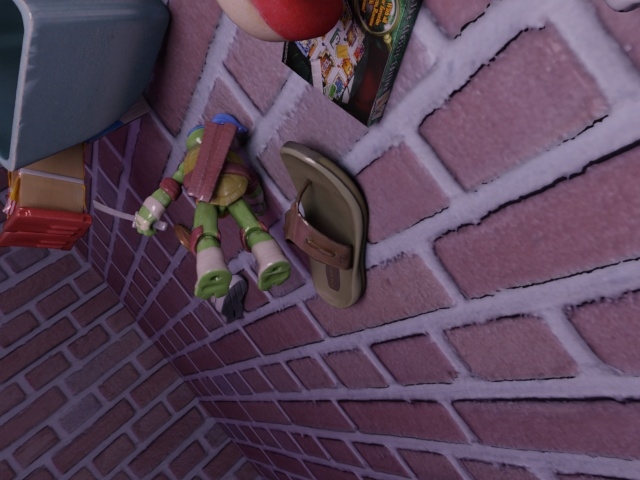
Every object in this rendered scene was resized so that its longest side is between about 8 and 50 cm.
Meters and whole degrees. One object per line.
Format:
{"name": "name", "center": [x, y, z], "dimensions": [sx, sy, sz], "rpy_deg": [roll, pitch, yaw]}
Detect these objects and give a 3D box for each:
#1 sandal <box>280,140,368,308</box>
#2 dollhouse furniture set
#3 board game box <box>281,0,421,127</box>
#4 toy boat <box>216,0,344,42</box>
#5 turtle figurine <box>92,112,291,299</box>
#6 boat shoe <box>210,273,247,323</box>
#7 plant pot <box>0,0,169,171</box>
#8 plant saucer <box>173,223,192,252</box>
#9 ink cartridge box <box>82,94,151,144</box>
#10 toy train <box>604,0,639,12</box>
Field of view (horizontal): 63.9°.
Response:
{"name": "sandal", "center": [0.001, 0.002, 0.719], "dimensions": [0.120, 0.086, 0.302], "rpy_deg": [26, 142, 37]}
{"name": "dollhouse furniture set", "center": [-0.547, -0.115, 0.763], "dimensions": [0.152, 0.374, 0.201], "rpy_deg": [-26, 64, 45]}
{"name": "board game box", "center": [0.031, -0.238, 0.469], "dimensions": [0.136, 0.030, 0.259], "rpy_deg": [44, 150, 17]}
{"name": "toy boat", "center": [-0.014, -0.260, 0.360], "dimensions": [0.151, 0.151, 0.231], "rpy_deg": [-3, 142, 11]}
{"name": "turtle figurine", "center": [-0.166, -0.024, 0.786], "dimensions": [0.198, 0.275, 0.266], "rpy_deg": [25, -147, -52]}
{"name": "boat shoe", "center": [-0.224, 0.126, 1.175], "dimensions": [0.076, 0.083, 0.226], "rpy_deg": [42, 150, 13]}
{"name": "plant pot", "center": [-0.362, -0.288, 0.702], "dimensions": [0.248, 0.252, 0.247], "rpy_deg": [47, 131, 8]}
{"name": "plant saucer", "center": [-0.320, -0.007, 1.228], "dimensions": [0.083, 0.015, 0.083], "rpy_deg": [35, 146, 27]}
{"name": "ink cartridge box", "center": [-0.434, -0.305, 0.928], "dimensions": [0.078, 0.134, 0.231], "rpy_deg": [0, 124, 55]}
{"name": "toy train", "center": [0.138, -0.261, 0.200], "dimensions": [0.334, 0.142, 0.190], "rpy_deg": [58, 162, -16]}
